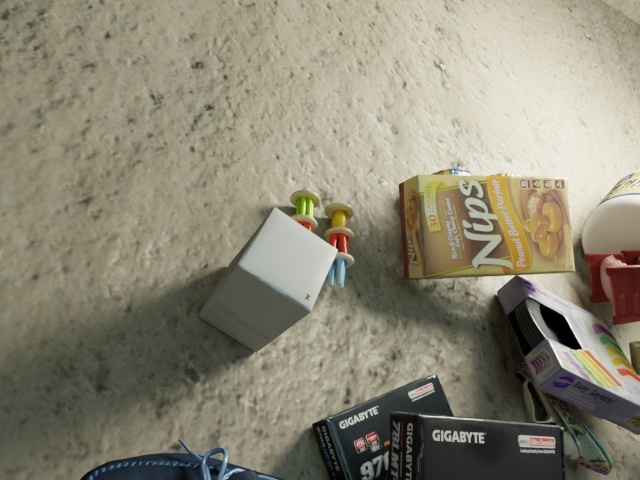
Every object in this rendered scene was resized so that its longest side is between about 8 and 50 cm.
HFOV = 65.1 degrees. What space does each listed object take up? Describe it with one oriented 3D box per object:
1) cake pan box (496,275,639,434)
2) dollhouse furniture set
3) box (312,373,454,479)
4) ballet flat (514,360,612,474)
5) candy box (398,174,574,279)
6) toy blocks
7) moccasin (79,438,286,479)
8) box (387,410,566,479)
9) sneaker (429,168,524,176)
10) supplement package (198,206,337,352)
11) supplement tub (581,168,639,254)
[{"bbox_3d":[0.473,0.205,0.945,0.266,0.070,0.246,26,30,-16],"label":"cake pan box"},{"bbox_3d":[0.674,0.212,1.039,0.201,0.152,0.375,-13,95,-73],"label":"dollhouse furniture set"},{"bbox_3d":[0.114,0.312,0.727,0.220,0.051,0.175,-9,70,-34],"label":"box"},{"bbox_3d":[0.422,0.322,0.901,0.079,0.077,0.222,-21,67,-14],"label":"ballet flat"},{"bbox_3d":[0.310,-0.024,0.935,0.316,0.087,0.183,-1,84,-16],"label":"candy box"},{"bbox_3d":[0.000,0.000,0.838,0.123,0.054,0.148,17,56,-23],"label":"toy blocks"},{"bbox_3d":[-0.098,0.300,0.566,0.341,0.117,0.138,15,57,-23],"label":"moccasin"},{"bbox_3d":[0.220,0.395,0.679,0.295,0.073,0.294,16,71,-28],"label":"box"},{"bbox_3d":[0.345,-0.070,1.067,0.296,0.112,0.131,-1,76,-24],"label":"sneaker"},{"bbox_3d":[-0.075,0.060,0.677,0.105,0.179,0.105,35,51,-10],"label":"supplement package"},{"bbox_3d":[0.812,-0.050,1.240,0.316,0.228,0.228,-32,82,-39],"label":"supplement tub"}]
